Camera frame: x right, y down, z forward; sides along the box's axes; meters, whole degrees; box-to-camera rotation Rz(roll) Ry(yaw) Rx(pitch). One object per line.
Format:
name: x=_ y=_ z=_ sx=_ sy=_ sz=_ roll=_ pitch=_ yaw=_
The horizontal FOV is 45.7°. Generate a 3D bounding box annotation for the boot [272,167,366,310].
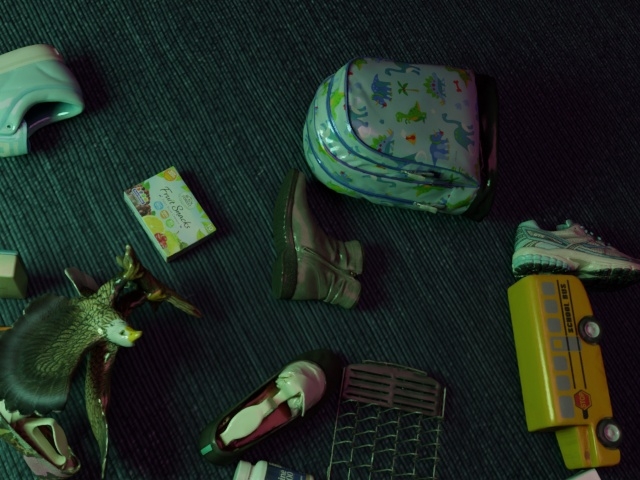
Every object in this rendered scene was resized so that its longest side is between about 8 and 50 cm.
boot: x=0.000 y=0.000 z=1.356 sx=0.161 sy=0.083 sz=0.247 roll=7 pitch=74 yaw=-19

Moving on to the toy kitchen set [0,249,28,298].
toy kitchen set: x=-0.566 y=-0.009 z=1.186 sx=0.207 sy=0.122 sz=0.166 roll=4 pitch=69 yaw=-12

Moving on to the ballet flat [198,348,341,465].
ballet flat: x=-0.067 y=0.265 z=1.220 sx=0.280 sy=0.096 sz=0.095 roll=-35 pitch=80 yaw=-23

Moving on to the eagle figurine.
eagle figurine: x=-0.335 y=0.159 z=1.123 sx=0.226 sy=0.225 sz=0.298 roll=30 pitch=66 yaw=-2

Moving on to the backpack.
backpack: x=0.147 y=-0.196 z=1.384 sx=0.355 sy=0.273 sz=0.290 roll=4 pitch=75 yaw=1

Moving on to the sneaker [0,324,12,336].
sneaker: x=-0.543 y=0.163 z=1.096 sx=0.320 sy=0.180 sz=0.125 roll=3 pitch=69 yaw=-13

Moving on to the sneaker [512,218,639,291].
sneaker: x=0.503 y=0.019 z=1.447 sx=0.282 sy=0.110 sz=0.122 roll=8 pitch=65 yaw=-11

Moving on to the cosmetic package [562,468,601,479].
cosmetic package: x=0.374 y=0.579 z=1.137 sx=0.284 sy=0.097 sz=0.377 roll=-24 pitch=70 yaw=-4

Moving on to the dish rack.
dish rack: x=0.115 y=0.333 z=1.251 sx=0.208 sy=0.074 sz=0.272 roll=13 pitch=67 yaw=-9

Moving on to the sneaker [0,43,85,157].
sneaker: x=-0.560 y=-0.193 z=1.252 sx=0.365 sy=0.135 sz=0.150 roll=-35 pitch=78 yaw=-22

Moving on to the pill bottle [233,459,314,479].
pill bottle: x=-0.075 y=0.384 z=1.188 sx=0.120 sy=0.067 sz=0.067 roll=18 pitch=67 yaw=-6

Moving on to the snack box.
snack box: x=-0.261 y=-0.046 z=1.321 sx=0.100 sy=0.037 sz=0.141 roll=-32 pitch=80 yaw=-23

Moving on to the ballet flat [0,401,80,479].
ballet flat: x=-0.422 y=0.264 z=1.095 sx=0.222 sy=0.079 sz=0.077 roll=58 pitch=20 yaw=-24

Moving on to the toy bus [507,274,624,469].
toy bus: x=0.429 y=0.233 z=1.346 sx=0.130 sy=0.108 sz=0.333 roll=1 pitch=70 yaw=-13
